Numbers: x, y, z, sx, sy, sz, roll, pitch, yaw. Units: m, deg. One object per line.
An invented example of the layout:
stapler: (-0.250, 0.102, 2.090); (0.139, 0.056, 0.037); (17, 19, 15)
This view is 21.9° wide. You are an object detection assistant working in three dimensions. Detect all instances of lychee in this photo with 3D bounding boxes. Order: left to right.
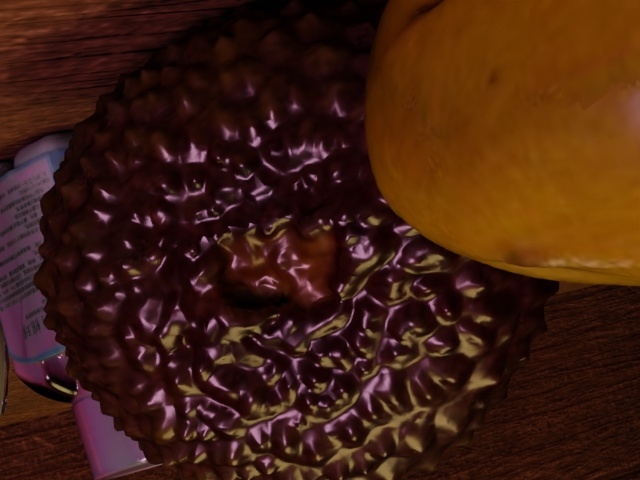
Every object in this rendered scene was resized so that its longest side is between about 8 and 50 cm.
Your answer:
lychee: (0.000, 0.000, 0.821); (0.271, 0.271, 0.271); (-16, 172, -2)

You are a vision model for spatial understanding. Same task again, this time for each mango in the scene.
mango: (0.185, -0.091, 0.524); (0.365, 0.253, 0.182); (-25, 126, 15)

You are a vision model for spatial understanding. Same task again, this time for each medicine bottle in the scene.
medicine bottle: (-0.118, 0.037, 0.951); (0.094, 0.188, 0.119); (-23, 170, 38)

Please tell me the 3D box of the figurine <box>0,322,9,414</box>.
figurine: (-0.327, 0.100, 1.272); (0.154, 0.132, 0.132); (2, 164, -24)
